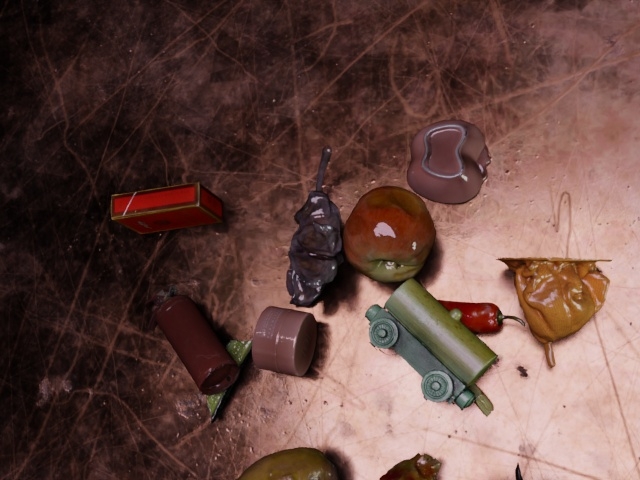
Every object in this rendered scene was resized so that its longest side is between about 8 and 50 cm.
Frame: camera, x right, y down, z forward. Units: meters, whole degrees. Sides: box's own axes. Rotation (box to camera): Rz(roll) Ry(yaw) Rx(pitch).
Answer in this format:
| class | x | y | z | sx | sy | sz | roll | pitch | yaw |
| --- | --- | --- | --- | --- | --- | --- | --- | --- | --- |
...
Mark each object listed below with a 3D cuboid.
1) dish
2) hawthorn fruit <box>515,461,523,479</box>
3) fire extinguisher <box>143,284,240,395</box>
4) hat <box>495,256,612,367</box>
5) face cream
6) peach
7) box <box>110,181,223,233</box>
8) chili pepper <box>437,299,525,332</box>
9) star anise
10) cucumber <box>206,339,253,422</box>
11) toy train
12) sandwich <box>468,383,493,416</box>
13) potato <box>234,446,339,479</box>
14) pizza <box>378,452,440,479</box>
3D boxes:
| class | x | y | z | sx | sy | sz | roll | pitch | yaw |
| --- | --- | --- | --- | --- | --- | --- | --- | --- | --- |
| dish | 0.297 | -0.198 | 1.719 | 0.213 | 0.090 | 0.213 | -4 | 74 | 15 |
| hawthorn fruit | 0.396 | 0.581 | 1.395 | 0.267 | 0.268 | 0.301 | -15 | 65 | 11 |
| fire extinguisher | -0.331 | 0.234 | 1.768 | 0.147 | 0.106 | 0.337 | -54 | 53 | 16 |
| hat | 0.483 | 0.150 | 1.527 | 0.233 | 0.244 | 0.233 | 0 | 89 | 24 |
| face cream | -0.081 | 0.231 | 1.680 | 0.104 | 0.149 | 0.149 | 8 | 78 | 19 |
| peach | 0.154 | -0.023 | 1.664 | 0.214 | 0.214 | 0.236 | -3 | 43 | 15 |
| box | -0.385 | -0.080 | 1.848 | 0.239 | 0.153 | 0.074 | -8 | 78 | 14 |
| chili pepper | 0.321 | 0.166 | 1.629 | 0.272 | 0.063 | 0.071 | 6 | 79 | 29 |
| star anise | 0.000 | 0.000 | 1.687 | 0.139 | 0.316 | 0.360 | 7 | 118 | -11 |
| cucumber | -0.228 | 0.326 | 1.754 | 0.070 | 0.046 | 0.220 | 25 | 82 | 22 |
| toy train | 0.241 | 0.223 | 1.604 | 0.189 | 0.126 | 0.307 | -47 | 67 | 1 |
| sandwich | 0.344 | 0.341 | 1.589 | 0.031 | 0.044 | 0.083 | -40 | 71 | -2 |
| potato | -0.083 | 0.556 | 1.564 | 0.266 | 0.229 | 0.229 | -36 | 69 | 8 |
| pizza | 0.125 | 0.567 | 1.448 | 0.439 | 0.130 | 0.406 | -9 | 31 | 29 |
